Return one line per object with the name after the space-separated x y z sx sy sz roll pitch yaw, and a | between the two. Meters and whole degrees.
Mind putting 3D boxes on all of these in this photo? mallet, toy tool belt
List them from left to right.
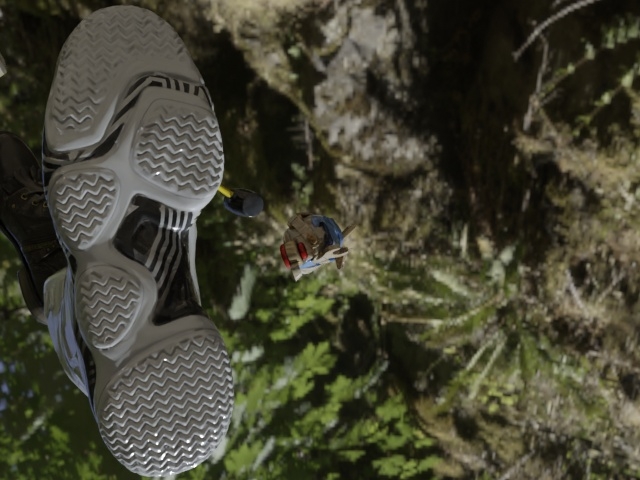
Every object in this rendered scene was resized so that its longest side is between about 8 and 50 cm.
-0.156 -0.086 1.369 0.062 0.190 0.039 19 -103 48 | mallet
0.000 0.000 0.750 0.051 0.052 0.083 -20 -178 8 | toy tool belt

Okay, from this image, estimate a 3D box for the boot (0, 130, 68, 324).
-0.271 -0.043 1.084 0.091 0.229 0.263 -17 -101 -44 | boot

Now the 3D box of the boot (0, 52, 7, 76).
-0.518 -0.210 0.984 0.284 0.138 0.377 -41 -113 -18 | boot

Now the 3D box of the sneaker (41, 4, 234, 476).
-0.171 -0.002 0.831 0.137 0.365 0.210 -9 -172 -25 | sneaker
